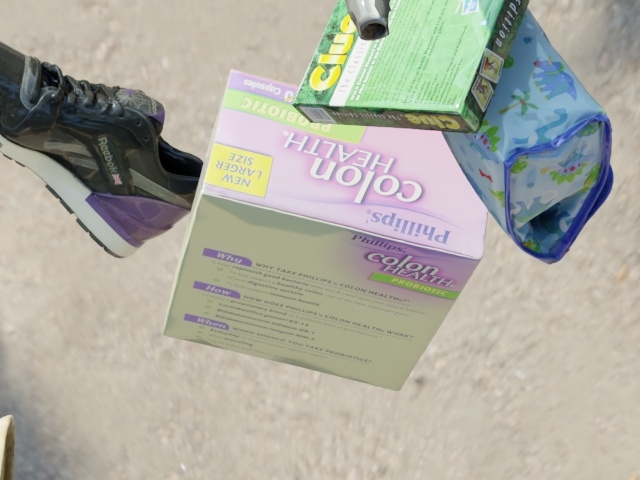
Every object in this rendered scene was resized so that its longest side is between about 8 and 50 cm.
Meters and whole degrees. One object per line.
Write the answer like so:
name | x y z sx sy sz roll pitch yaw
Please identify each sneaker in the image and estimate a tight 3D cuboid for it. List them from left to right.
sneaker | -0.207 -0.111 1.302 0.124 0.283 0.107 -30 41 17

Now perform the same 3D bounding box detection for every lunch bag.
lunch bag | 0.130 -0.069 0.996 0.096 0.151 0.129 -23 58 -9

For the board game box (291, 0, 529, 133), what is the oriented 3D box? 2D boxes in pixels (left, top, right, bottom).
board game box | 0.085 -0.188 0.952 0.136 0.030 0.259 9 69 39

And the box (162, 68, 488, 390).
box | 0.000 0.000 1.198 0.214 0.243 0.117 14 59 -5

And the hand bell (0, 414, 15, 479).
hand bell | -0.358 0.186 1.116 0.242 0.126 0.126 4 74 -6

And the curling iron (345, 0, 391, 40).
curling iron | 0.011 -0.202 0.741 0.035 0.068 0.274 -31 46 23
